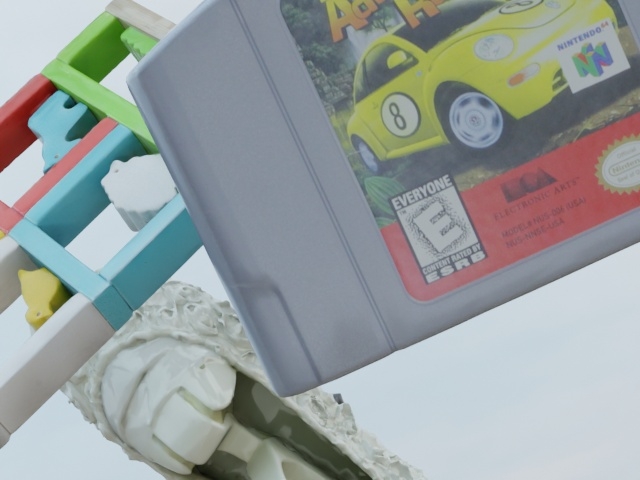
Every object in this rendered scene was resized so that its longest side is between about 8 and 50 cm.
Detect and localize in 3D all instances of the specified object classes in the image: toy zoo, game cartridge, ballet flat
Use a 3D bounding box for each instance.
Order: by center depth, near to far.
[{"bbox_3d":[0.072,-0.073,0.828,0.294,0.196,0.060,-25,4,3],"label":"game cartridge"},{"bbox_3d":[-0.159,-0.003,0.997,0.293,0.192,0.030,-45,-47,-12],"label":"toy zoo"},{"bbox_3d":[-0.045,0.157,1.382,0.147,0.409,0.147,-56,3,5],"label":"ballet flat"}]

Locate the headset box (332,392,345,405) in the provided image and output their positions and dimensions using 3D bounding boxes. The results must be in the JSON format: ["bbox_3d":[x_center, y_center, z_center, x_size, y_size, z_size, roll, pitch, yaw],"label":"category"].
[{"bbox_3d":[-0.015,0.318,1.692,0.131,0.283,0.246,-13,-56,22],"label":"headset box"}]
